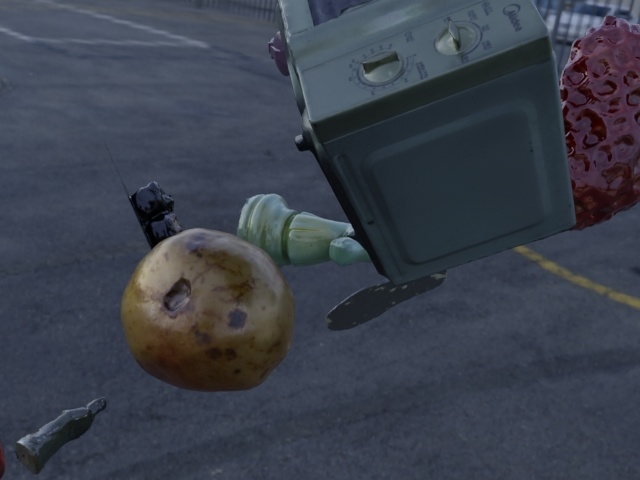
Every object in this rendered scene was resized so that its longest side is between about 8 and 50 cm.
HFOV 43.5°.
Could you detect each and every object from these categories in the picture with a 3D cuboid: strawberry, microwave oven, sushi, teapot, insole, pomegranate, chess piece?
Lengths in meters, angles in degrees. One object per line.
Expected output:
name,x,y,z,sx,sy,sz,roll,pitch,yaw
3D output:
strawberry,0.399,-0.131,1.038,0.149,0.265,0.336,22,56,39
microwave oven,0.078,-0.176,0.791,0.219,0.286,0.354,-19,52,8
sushi,-0.252,0.016,1.385,0.069,0.320,0.339,-25,40,-10
teapot,-0.021,-0.355,1.445,0.146,0.116,0.148,-14,59,-23
insole,0.122,0.101,1.489,0.248,0.081,0.011,-23,38,-6
pomegranate,-0.137,0.095,1.015,0.216,0.215,0.215,8,19,-3
chess piece,0.000,0.000,1.573,0.298,0.175,0.176,5,17,18

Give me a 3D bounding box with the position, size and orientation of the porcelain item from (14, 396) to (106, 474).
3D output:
porcelain item,-0.542,0.398,1.708,0.069,0.081,0.216,16,35,32

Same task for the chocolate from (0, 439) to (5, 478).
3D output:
chocolate,-0.274,0.010,0.425,0.108,0.237,0.235,-27,24,-22
